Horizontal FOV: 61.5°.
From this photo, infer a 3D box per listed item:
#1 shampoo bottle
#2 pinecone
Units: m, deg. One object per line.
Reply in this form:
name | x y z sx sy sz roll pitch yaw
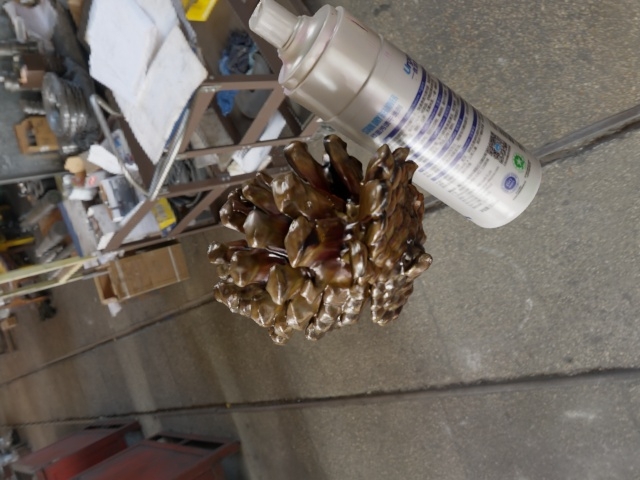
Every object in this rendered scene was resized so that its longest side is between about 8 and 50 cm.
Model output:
shampoo bottle | 0.069 -0.118 0.495 0.092 0.303 0.092 -46 27 33
pinecone | 0.002 0.002 0.443 0.195 0.179 0.150 -26 59 10
